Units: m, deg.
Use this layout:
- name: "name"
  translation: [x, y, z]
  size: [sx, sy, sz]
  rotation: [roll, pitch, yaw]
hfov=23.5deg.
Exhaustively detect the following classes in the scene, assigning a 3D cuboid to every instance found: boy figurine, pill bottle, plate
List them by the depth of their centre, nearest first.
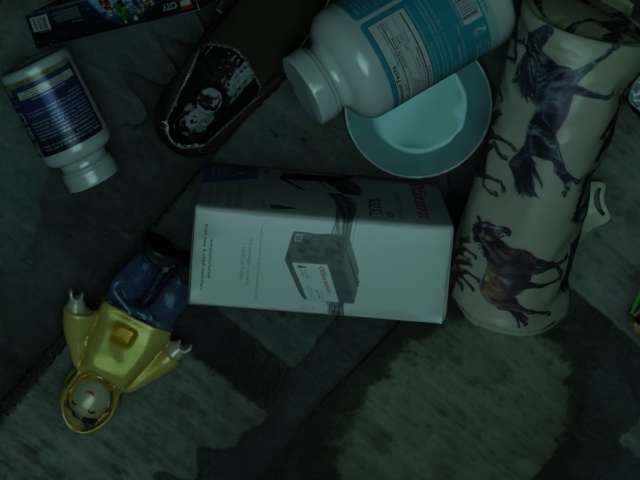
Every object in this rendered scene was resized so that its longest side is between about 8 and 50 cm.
- name: "pill bottle"
  translation: [0.089, -0.242, 1.829]
  size: [0.264, 0.146, 0.146]
  rotation: [-30, 106, -9]
- name: "pill bottle"
  translation: [-0.320, -0.149, 1.916]
  size: [0.094, 0.094, 0.169]
  rotation: [-23, 106, 7]
- name: "plate"
  translation: [0.123, -0.171, 1.949]
  size: [0.188, 0.024, 0.188]
  rotation: [0, 107, -1]
- name: "boy figurine"
  translation: [-0.264, 0.126, 2.007]
  size: [0.177, 0.092, 0.285]
  rotation: [32, 101, -12]

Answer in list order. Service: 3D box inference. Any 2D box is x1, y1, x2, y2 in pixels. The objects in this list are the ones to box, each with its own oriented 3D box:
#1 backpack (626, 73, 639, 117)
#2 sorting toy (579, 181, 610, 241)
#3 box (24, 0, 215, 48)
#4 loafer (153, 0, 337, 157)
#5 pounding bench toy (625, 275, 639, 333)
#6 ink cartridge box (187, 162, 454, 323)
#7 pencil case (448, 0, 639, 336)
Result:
- name: "backpack"
  translation: [0.521, -0.176, 1.872]
  size: [0.253, 0.191, 0.225]
  rotation: [40, 102, -17]
- name: "sorting toy"
  translation: [0.336, -0.043, 1.983]
  size: [0.075, 0.045, 0.083]
  rotation: [-12, 104, -6]
- name: "box"
  translation: [-0.206, -0.287, 1.796]
  size: [0.233, 0.159, 0.044]
  rotation: [-8, 109, 29]
- name: "loafer"
  translation: [-0.074, -0.240, 1.870]
  size: [0.134, 0.130, 0.366]
  rotation: [31, 105, -10]
- name: "pounding bench toy"
  translation: [0.430, 0.091, 2.017]
  size: [0.083, 0.052, 0.065]
  rotation: [42, 103, -12]
- name: "ink cartridge box"
  translation: [0.000, 0.000, 1.897]
  size: [0.307, 0.223, 0.129]
  rotation: [5, 106, -2]
- name: "pencil case"
  translation: [0.272, -0.097, 1.851]
  size: [0.160, 0.183, 0.410]
  rotation: [23, 114, 20]
